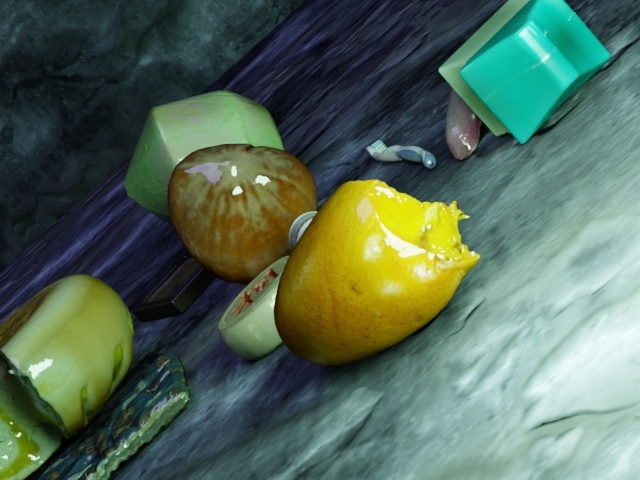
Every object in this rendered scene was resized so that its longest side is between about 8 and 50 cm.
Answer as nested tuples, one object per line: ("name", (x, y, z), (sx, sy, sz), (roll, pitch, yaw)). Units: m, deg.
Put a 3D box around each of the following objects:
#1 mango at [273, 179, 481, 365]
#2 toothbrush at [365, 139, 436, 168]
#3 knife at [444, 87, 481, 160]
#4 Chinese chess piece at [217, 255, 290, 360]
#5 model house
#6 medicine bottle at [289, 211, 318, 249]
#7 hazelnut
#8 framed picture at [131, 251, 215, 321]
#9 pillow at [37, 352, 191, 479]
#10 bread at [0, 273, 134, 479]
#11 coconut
("mango", (0.032, 0.031, 1.345), (0.252, 0.126, 0.154), (-40, 30, 56))
("toothbrush", (0.093, -0.100, 1.801), (0.027, 0.021, 0.269), (-50, 14, -3))
("knife", (0.170, -0.169, 1.731), (0.123, 0.053, 0.278), (-41, 11, 34))
("Chinese chess piece", (-0.054, 0.071, 1.633), (0.122, 0.051, 0.122), (-41, 14, 12))
("model house", (0.205, -0.173, 1.522), (0.127, 0.100, 0.149), (-45, 11, -4))
("medicine bottle", (0.000, 0.000, 1.683), (0.057, 0.057, 0.089), (-44, 13, -2))
("hazelnut", (-0.093, -0.034, 1.841), (0.182, 0.182, 0.182), (-41, 13, 12))
("framed picture", (-0.187, 0.055, 2.139), (0.128, 0.023, 0.168), (-49, 14, -22))
("pillow", (-0.242, 0.233, 1.735), (0.255, 0.034, 0.189), (-45, 11, -1))
("bread", (-0.369, 0.189, 1.960), (0.333, 0.160, 0.333), (-39, 13, 11))
("coconut", (-0.169, -0.109, 2.221), (0.236, 0.236, 0.204), (-49, -27, -23))
